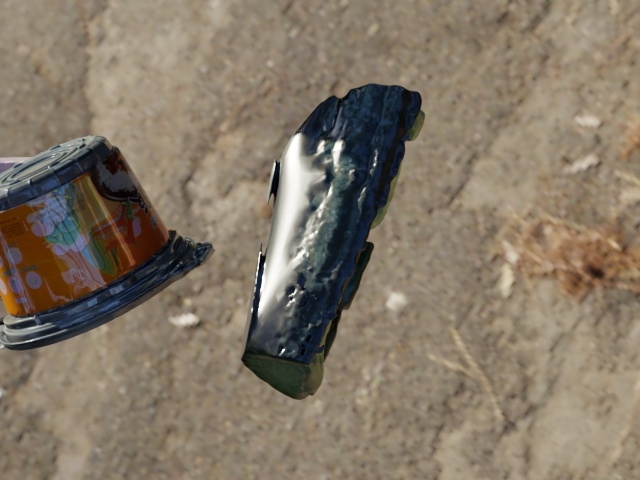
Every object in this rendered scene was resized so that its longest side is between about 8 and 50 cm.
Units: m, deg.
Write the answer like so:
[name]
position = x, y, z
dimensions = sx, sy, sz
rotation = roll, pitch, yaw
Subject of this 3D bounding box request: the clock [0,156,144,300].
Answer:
[clock]
position = -0.356, -0.008, 1.661
dimensions = 0.322, 0.295, 0.113
rotation = 7, 109, 43

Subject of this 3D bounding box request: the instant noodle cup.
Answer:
[instant noodle cup]
position = -0.204, -0.008, 1.304
dimensions = 0.208, 0.125, 0.177
rotation = -23, 14, 5

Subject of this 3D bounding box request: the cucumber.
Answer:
[cucumber]
position = 0.000, 0.000, 1.031
dimensions = 0.115, 0.086, 0.193
rotation = 112, 174, -68
